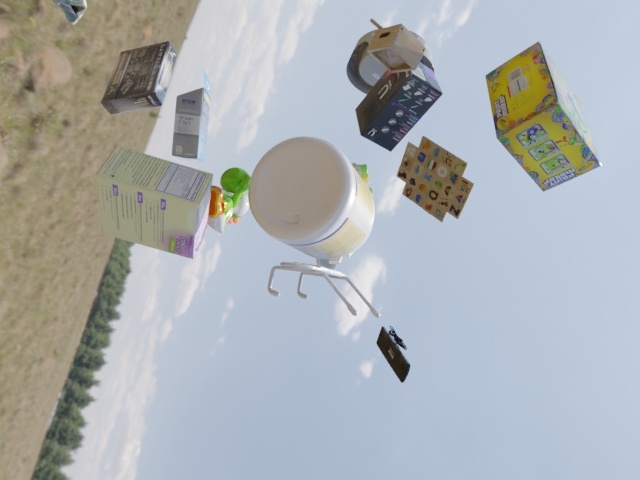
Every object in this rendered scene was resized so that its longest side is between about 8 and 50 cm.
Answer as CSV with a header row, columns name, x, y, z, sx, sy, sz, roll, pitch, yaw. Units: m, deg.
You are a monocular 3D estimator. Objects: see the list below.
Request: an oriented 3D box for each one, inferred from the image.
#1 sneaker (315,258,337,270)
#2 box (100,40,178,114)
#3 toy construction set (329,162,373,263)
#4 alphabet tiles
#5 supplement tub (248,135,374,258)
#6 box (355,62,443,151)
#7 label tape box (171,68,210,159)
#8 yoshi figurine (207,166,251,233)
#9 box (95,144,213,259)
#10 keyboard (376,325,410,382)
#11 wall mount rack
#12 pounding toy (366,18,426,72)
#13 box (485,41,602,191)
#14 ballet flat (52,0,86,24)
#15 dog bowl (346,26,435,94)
name,x,y,z,sx,sy,sz,roll,pitch,yaw
sneaker,0.001,0.000,2.173,0.161,0.102,0.282,-160,-116,-65
box,-0.554,-0.500,1.557,0.056,0.183,0.231,60,29,-55
toy construction set,0.085,-0.093,1.522,0.215,0.151,0.328,-99,-166,-57
alphabet tiles,0.454,-0.246,2.045,0.342,0.011,0.285,42,-44,31
supplement tub,-0.003,-0.084,1.211,0.331,0.241,0.241,34,71,-70
box,0.256,-0.467,1.713,0.270,0.143,0.165,-48,-148,35
label tape box,-0.525,-0.504,2.073,0.249,0.115,0.348,-141,-124,-81
yoshi figurine,-0.339,-0.168,1.747,0.203,0.203,0.362,-54,172,17
box,-0.408,-0.090,1.260,0.213,0.243,0.117,110,-5,-48
keyboard,0.236,0.341,1.565,0.192,0.038,0.100,-124,-136,-54
wall mount rack,0.020,0.150,1.579,0.304,0.350,0.130,7,-95,26
pounding toy,0.204,-0.556,1.430,0.141,0.130,0.100,20,-98,57
box,0.641,-0.354,1.466,0.177,0.279,0.290,-28,-140,37
ballet flat,-0.622,-0.596,1.267,0.213,0.068,0.072,-155,-125,-77
dog bowl,0.278,-0.695,1.993,0.349,0.348,0.102,-26,-130,62
